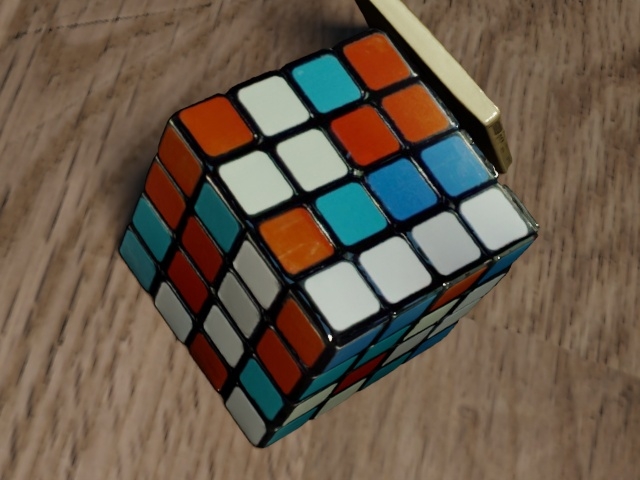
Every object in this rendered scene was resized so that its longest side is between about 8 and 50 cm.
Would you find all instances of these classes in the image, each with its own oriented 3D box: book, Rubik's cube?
[{"bbox_3d":[0.068,-0.107,0.891,0.016,0.199,0.138,-42,80,4],"label":"book"},{"bbox_3d":[0.000,0.000,0.810,0.154,0.151,0.155,-27,72,-30],"label":"Rubik's cube"}]
